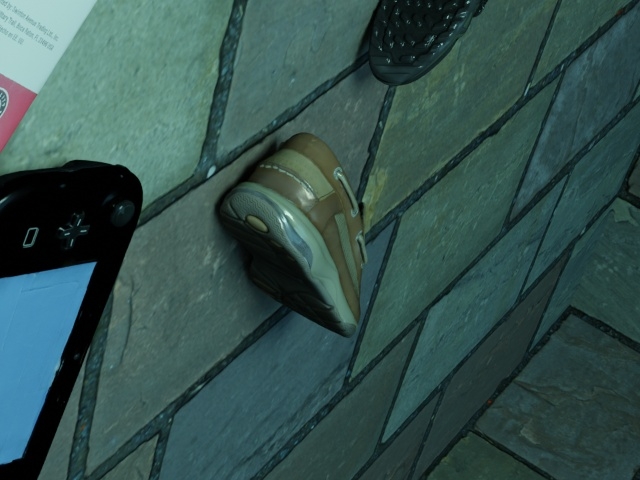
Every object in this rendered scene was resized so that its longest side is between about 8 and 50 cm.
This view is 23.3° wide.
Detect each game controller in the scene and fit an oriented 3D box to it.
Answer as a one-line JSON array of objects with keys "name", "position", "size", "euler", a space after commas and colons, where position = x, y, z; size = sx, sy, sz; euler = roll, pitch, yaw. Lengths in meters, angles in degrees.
[{"name": "game controller", "position": [-0.227, 0.087, 1.088], "size": [0.166, 0.067, 0.319], "euler": [-23, 140, -62]}]

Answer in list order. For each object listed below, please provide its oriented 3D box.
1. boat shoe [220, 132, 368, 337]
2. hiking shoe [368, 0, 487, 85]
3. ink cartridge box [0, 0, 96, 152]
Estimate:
[{"name": "boat shoe", "position": [0.000, 0.000, 1.480], "size": [0.116, 0.123, 0.324], "euler": [-57, 164, -14]}, {"name": "hiking shoe", "position": [0.127, -0.231, 1.493], "size": [0.227, 0.086, 0.114], "euler": [-56, 159, -11]}, {"name": "ink cartridge box", "position": [-0.174, -0.169, 0.755], "size": [0.237, 0.100, 0.172], "euler": [-58, 163, 0]}]
